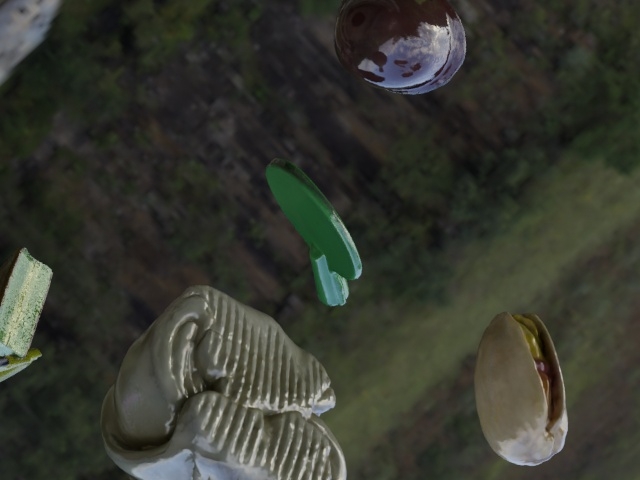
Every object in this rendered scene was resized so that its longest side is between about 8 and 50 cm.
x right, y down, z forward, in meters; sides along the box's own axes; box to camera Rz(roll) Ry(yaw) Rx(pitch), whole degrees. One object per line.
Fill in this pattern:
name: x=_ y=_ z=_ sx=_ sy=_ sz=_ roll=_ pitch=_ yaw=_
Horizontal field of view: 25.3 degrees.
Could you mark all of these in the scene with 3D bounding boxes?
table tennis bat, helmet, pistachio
table tennis bat: x=0.000 y=0.000 z=1.642 sx=0.039 sy=0.160 sz=0.257 roll=-36 pitch=149 yaw=-14
helmet: x=0.088 y=-0.246 z=1.780 sx=0.155 sy=0.175 sz=0.106 roll=-61 pitch=175 yaw=26
pistachio: x=0.252 y=0.195 z=1.860 sx=0.117 sy=0.201 sz=0.145 roll=-8 pitch=169 yaw=-31

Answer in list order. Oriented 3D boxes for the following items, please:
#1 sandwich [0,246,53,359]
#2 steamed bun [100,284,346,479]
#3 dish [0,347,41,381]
sandwich: x=-0.372 y=0.072 z=1.652 sx=0.074 sy=0.074 sz=0.116 roll=-3 pitch=-122 yaw=28
steamed bun: x=-0.155 y=0.264 z=2.029 sx=0.255 sy=0.367 sz=0.342 roll=-30 pitch=-146 yaw=28
dish: x=-0.544 y=0.181 z=2.017 sx=0.262 sy=0.108 sz=0.221 roll=-28 pitch=177 yaw=12
